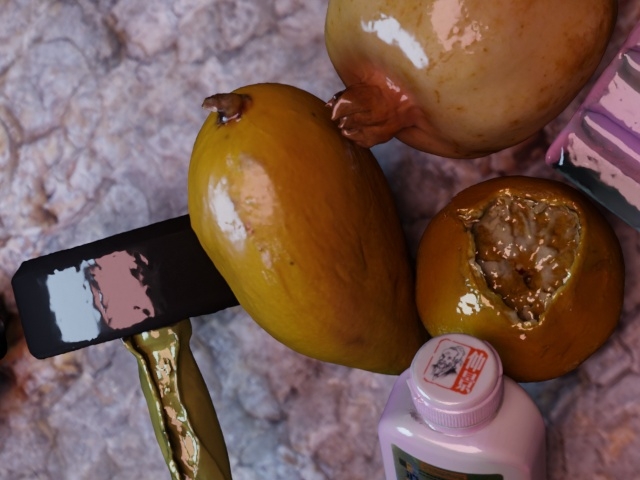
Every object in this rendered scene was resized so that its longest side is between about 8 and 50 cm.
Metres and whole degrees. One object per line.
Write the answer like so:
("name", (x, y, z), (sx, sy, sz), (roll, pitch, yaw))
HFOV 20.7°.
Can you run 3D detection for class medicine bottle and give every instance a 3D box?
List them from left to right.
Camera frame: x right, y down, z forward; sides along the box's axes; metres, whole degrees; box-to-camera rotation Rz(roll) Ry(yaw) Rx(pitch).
("medicine bottle", (0.102, 0.148, 1.260), (0.115, 0.219, 0.078), (15, 58, 18))

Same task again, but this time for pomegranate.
("pomegranate", (0.105, -0.154, 1.226), (0.207, 0.207, 0.207), (2, 97, 21))

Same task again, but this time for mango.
("mango", (0.000, 0.000, 1.255), (0.119, 0.317, 0.176), (-20, 51, 20))

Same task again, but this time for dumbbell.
("dumbbell", (-0.098, 0.148, 1.335), (0.203, 0.204, 0.322), (-16, 90, 22))

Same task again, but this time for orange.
("orange", (0.144, 0.028, 1.261), (0.154, 0.134, 0.155), (0, 94, -1))

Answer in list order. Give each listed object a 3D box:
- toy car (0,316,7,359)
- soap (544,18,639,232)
("toy car", (-0.417, 0.076, 1.473), (0.314, 0.198, 0.166), (43, 140, 13))
("soap", (0.340, -0.042, 1.197), (0.324, 0.109, 0.193), (38, 110, 13))
